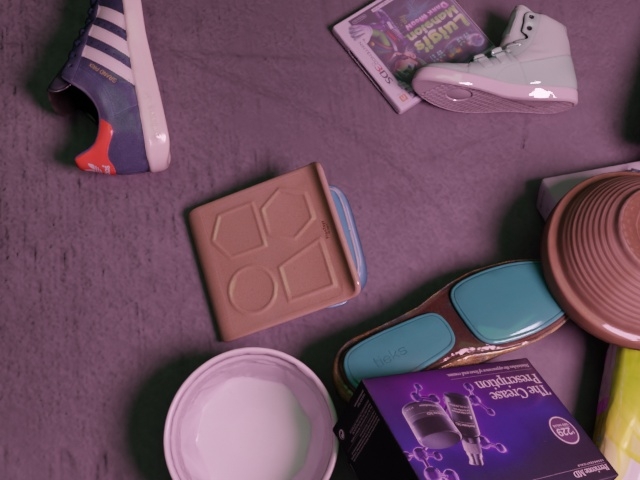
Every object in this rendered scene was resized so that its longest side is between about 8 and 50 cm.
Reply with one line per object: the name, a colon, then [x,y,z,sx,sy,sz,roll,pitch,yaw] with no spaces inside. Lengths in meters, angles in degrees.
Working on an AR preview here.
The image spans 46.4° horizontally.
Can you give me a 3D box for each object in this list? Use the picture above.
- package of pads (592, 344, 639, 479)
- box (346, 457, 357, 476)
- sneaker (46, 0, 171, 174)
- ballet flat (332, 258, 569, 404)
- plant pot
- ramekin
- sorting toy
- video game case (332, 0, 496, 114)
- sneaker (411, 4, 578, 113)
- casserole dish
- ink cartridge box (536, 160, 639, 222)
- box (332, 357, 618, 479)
package of pads: [0.462,0.252,0.932,0.229,0.101,0.296,10,71,18]
box: [0.123,0.302,0.919,0.116,0.029,0.162,-30,46,-12]
sneaker: [-0.312,-0.255,1.041,0.148,0.131,0.349,-11,74,-12]
ballet flat: [0.172,0.124,0.972,0.349,0.123,0.123,-23,76,-14]
plant pot: [0.402,0.008,0.916,0.238,0.109,0.237,1,69,-2]
ramekin: [-0.083,0.242,0.919,0.207,0.109,0.207,1,73,-3]
sorting toy: [-0.064,0.016,1.001,0.208,0.038,0.192,-21,74,13]
video game case: [0.144,-0.308,1.148,0.190,0.022,0.173,-34,79,-13]
sneaker: [0.253,-0.272,1.106,0.256,0.094,0.151,2,79,-14]
casserole dish: [0.000,0.000,1.037,0.114,0.037,0.188,-12,75,-7]
ink cartridge box: [0.471,-0.010,1.014,0.275,0.060,0.238,-10,47,-7]
box: [0.175,0.243,0.854,0.261,0.103,0.184,-1,43,-32]
